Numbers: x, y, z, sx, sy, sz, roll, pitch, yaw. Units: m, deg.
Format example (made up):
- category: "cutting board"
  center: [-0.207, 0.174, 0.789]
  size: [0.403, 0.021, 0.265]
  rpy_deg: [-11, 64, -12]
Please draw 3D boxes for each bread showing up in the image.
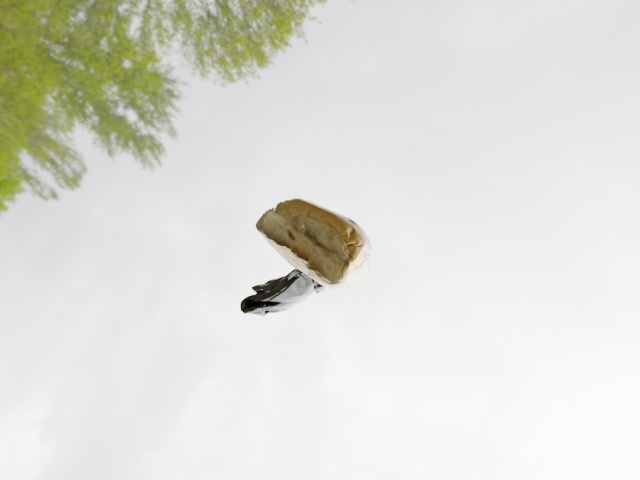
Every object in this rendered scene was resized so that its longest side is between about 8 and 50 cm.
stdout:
- category: "bread"
  center: [-0.002, 0.000, 0.667]
  size: [0.125, 0.106, 0.082]
  rpy_deg: [35, -99, 9]

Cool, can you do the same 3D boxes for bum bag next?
- category: "bum bag"
  center: [-0.042, 0.085, 1.147]
  size: [0.248, 0.123, 0.059]
  rpy_deg: [-32, -116, 36]
